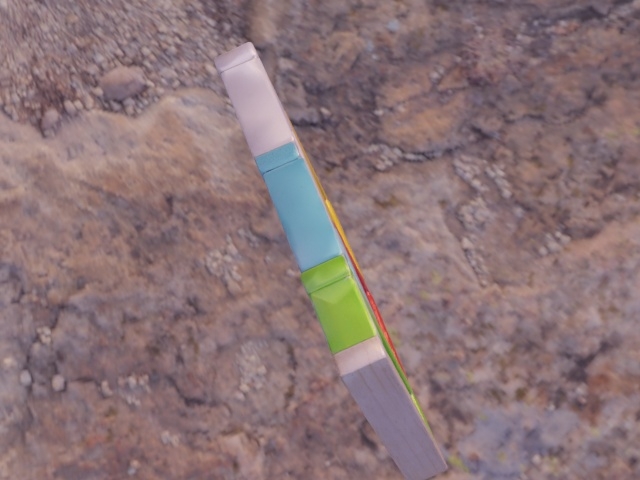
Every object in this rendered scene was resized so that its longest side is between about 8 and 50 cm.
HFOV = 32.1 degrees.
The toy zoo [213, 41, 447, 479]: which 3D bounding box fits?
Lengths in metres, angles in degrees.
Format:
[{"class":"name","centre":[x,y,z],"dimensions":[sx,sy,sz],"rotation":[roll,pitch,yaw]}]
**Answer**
[{"class":"toy zoo","centre":[0.000,0.000,0.741],"dimensions":[0.030,0.293,0.192],"rotation":[-24,146,2]}]
